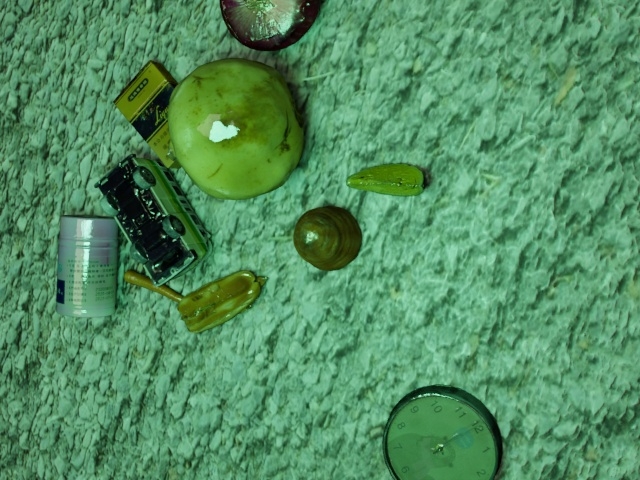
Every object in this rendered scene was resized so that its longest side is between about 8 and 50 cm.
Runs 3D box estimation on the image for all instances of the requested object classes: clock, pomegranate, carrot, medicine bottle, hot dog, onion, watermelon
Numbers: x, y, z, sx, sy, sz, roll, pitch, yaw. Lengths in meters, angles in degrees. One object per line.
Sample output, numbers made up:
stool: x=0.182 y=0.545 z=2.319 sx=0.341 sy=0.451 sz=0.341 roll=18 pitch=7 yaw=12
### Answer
clock: x=0.277 y=0.475 z=1.693 sx=0.281 sy=0.055 sz=0.280 roll=1 pitch=94 yaw=19
pomegranate: x=-0.197 y=-0.252 z=1.680 sx=0.333 sy=0.332 sz=0.332 roll=1 pitch=93 yaw=18
carrot: x=0.000 y=0.000 z=1.676 sx=0.159 sy=0.225 sz=0.159 roll=1 pitch=93 yaw=13
medicine bottle: x=-0.605 y=0.063 z=1.913 sx=0.152 sy=0.152 sz=0.253 roll=5 pitch=94 yaw=18
hot dog: x=-0.248 y=0.150 z=1.842 sx=0.270 sy=0.072 sz=0.109 roll=-26 pitch=87 yaw=19
onion: x=-0.115 y=-0.561 z=1.714 sx=0.248 sy=0.161 sz=0.247 roll=4 pitch=99 yaw=28
carrot: x=-0.430 y=0.122 z=1.919 sx=0.190 sy=0.037 sz=0.037 roll=21 pitch=99 yaw=15
watermelon: x=0.162 y=-0.147 z=1.682 sx=0.182 sy=0.092 sz=0.075 roll=4 pitch=80 yaw=26

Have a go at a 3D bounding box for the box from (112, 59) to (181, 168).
box: x=-0.396 y=-0.318 z=1.869 sx=0.152 sy=0.070 sz=0.237 roll=-43 pitch=82 yaw=16

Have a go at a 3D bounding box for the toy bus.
toy bus: x=-0.399 y=-0.050 z=1.823 sx=0.143 sy=0.179 sz=0.305 roll=-36 pitch=81 yaw=19
